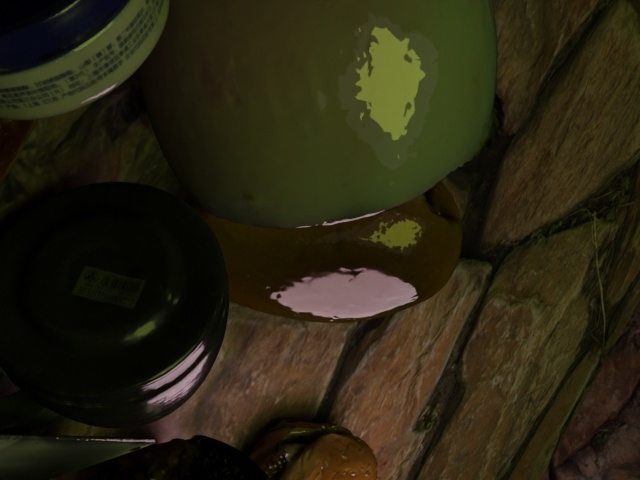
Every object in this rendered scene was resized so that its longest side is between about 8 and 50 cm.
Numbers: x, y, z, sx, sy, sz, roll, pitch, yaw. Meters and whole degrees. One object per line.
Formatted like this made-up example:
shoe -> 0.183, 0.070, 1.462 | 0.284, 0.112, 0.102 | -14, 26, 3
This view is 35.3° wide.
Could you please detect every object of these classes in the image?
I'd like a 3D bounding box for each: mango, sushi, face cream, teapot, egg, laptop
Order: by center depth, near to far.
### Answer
face cream -> -0.229, -0.200, 0.815 | 0.206, 0.206, 0.111 | -49, 149, -15
egg -> -0.016, -0.236, 0.951 | 0.354, 0.355, 0.339 | -36, 128, -30
teapot -> -0.236, 0.122, 1.040 | 0.321, 0.240, 0.239 | -48, 158, -26
laptop -> -0.330, 0.236, 1.082 | 0.188, 0.015, 0.269 | -23, 158, 27
mango -> 0.000, 0.000, 1.231 | 0.365, 0.182, 0.253 | -2, 146, -25
sushi -> -0.201, 0.341, 1.290 | 0.200, 0.204, 0.213 | -47, -172, 30

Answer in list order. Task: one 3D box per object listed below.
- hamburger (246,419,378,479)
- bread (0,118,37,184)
hamburger -> -0.030, 0.415, 1.611 | 0.283, 0.145, 0.259 | 10, 110, -49
bread -> -0.292, -0.127, 0.913 | 0.136, 0.054, 0.154 | -50, 168, -18
